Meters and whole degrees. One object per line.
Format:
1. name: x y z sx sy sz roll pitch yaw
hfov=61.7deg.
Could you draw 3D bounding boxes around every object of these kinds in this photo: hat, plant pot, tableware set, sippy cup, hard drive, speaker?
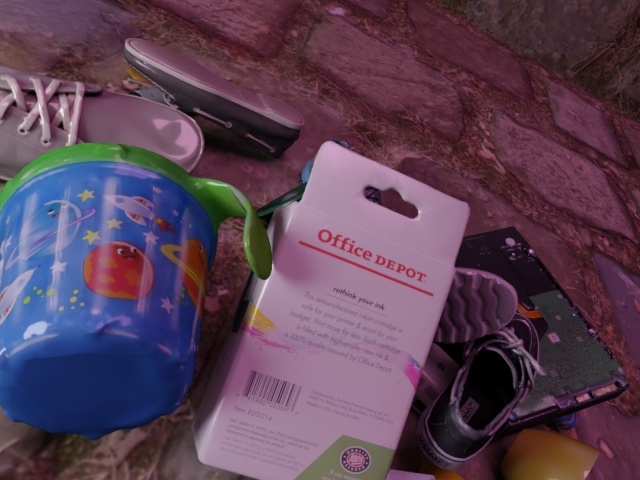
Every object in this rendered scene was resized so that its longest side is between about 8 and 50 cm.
1. hat: 0.000 0.000 0.884 0.208 0.173 0.183 -31 100 -17
2. plant pot: 0.311 0.321 0.750 0.095 0.134 0.134 31 35 32
3. tableware set: -0.315 -0.322 1.026 0.104 0.024 0.154 14 43 -27
4. sippy cup: -0.214 0.058 0.536 0.240 0.305 0.224 24 31 -31
5. hard drive: 0.312 0.134 0.901 0.237 0.064 0.339 -12 51 -17
6. speaker: -0.272 -0.249 0.956 0.055 0.055 0.136 45 42 12

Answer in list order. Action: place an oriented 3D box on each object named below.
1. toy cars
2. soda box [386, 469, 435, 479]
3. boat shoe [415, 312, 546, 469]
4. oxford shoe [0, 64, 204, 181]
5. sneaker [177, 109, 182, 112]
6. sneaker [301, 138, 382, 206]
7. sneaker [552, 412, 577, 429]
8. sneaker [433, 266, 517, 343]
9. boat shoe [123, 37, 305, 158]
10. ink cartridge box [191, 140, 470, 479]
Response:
1. toy cars: 0.180 0.276 0.722 0.176 0.087 0.393 10 46 -26
2. soda box: 0.085 0.365 0.569 0.074 0.069 0.216 17 50 -20
3. boat shoe: 0.235 0.170 0.720 0.113 0.105 0.306 44 44 20
4. oxford shoe: -0.372 -0.155 0.711 0.449 0.130 0.169 6 71 -26
5. sneaker: -0.304 -0.186 0.854 0.191 0.083 0.071 -12 60 -39
6. sneaker: 0.056 -0.075 0.950 0.104 0.125 0.262 -11 58 -39
7. sneaker: 0.435 0.244 0.939 0.211 0.080 0.081 -34 80 -37
8. sneaker: 0.137 0.078 0.769 0.115 0.281 0.105 -30 110 -58
9. boat shoe: -0.183 -0.231 0.928 0.335 0.095 0.112 18 30 -32
10. ink cartridge box: 0.014 0.090 0.618 0.207 0.119 0.353 23 83 -14
